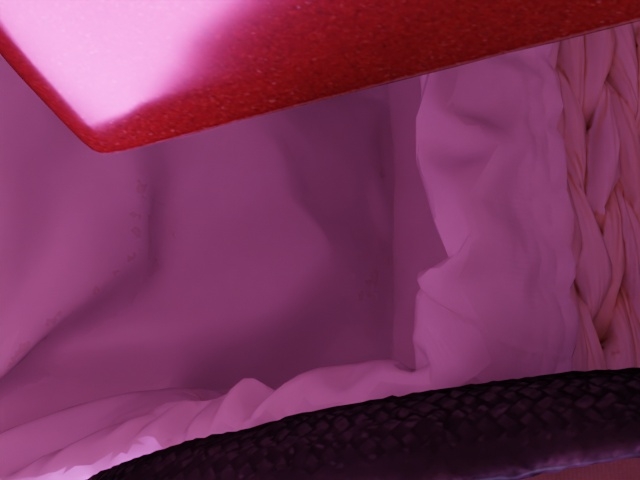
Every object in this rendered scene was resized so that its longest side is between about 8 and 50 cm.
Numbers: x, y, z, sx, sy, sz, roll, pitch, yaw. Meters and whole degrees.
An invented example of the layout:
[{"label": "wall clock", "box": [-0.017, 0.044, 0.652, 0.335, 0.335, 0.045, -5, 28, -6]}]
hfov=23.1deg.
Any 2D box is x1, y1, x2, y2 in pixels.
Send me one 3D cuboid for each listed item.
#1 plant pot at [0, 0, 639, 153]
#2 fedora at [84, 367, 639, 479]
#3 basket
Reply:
[{"label": "plant pot", "box": [0.000, -0.209, 0.306, 0.267, 0.267, 0.236, -11, 147, 33]}, {"label": "fedora", "box": [0.072, 0.136, 0.456, 0.334, 0.153, 0.334, -7, 165, -2]}, {"label": "basket", "box": [0.034, -0.056, 0.633, 0.266, 0.331, 0.328, 12, 159, -37]}]
